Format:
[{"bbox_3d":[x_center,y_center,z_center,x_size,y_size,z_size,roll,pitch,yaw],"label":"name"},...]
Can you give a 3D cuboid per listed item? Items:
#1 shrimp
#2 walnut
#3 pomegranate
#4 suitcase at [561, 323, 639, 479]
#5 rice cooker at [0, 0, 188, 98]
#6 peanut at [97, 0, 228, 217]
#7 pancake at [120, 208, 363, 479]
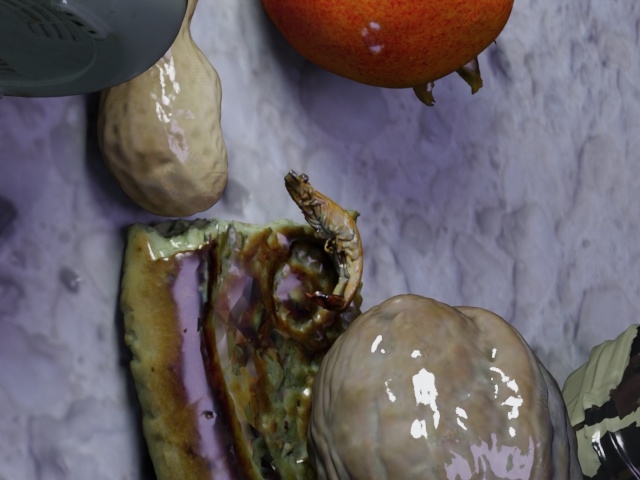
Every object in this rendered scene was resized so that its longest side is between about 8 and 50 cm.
[{"bbox_3d":[0.000,0.000,1.269,0.127,0.025,0.091,55,40,-35],"label":"shrimp"},{"bbox_3d":[0.090,0.150,1.209,0.224,0.224,0.224,9,78,-46],"label":"walnut"},{"bbox_3d":[0.060,-0.216,1.296,0.257,0.220,0.221,58,47,-39],"label":"pomegranate"},{"bbox_3d":[0.374,0.231,1.506,0.351,0.194,0.339,49,26,-6],"label":"suitcase"},{"bbox_3d":[-0.200,-0.247,0.964,0.288,0.288,0.277,23,68,-43],"label":"rice cooker"},{"bbox_3d":[-0.119,-0.129,1.175,0.104,0.085,0.228,-8,89,-57],"label":"peanut"},{"bbox_3d":[-0.007,0.159,1.269,0.305,0.067,0.427,-27,103,-48],"label":"pancake"}]
